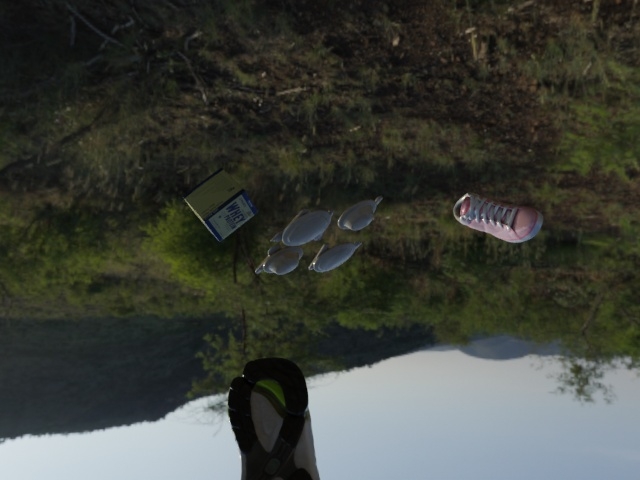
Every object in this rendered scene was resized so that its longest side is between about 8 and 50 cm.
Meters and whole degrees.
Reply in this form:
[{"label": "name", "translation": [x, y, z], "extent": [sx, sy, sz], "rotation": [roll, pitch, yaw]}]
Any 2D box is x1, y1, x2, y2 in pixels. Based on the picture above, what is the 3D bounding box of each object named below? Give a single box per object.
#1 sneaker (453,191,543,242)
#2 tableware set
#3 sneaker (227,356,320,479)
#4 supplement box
[{"label": "sneaker", "translation": [0.238, -0.034, 0.702], "extent": [0.070, 0.051, 0.134], "rotation": [20, -179, -22]}, {"label": "tableware set", "translation": [0.000, 0.000, 0.634], "extent": [0.169, 0.020, 0.141], "rotation": [-7, 147, -39]}, {"label": "sneaker", "translation": [-0.039, 0.277, 0.527], "extent": [0.111, 0.300, 0.121], "rotation": [-7, 133, 2]}, {"label": "supplement box", "translation": [-0.165, -0.060, 0.831], "extent": [0.083, 0.083, 0.056], "rotation": [42, 167, 37]}]
